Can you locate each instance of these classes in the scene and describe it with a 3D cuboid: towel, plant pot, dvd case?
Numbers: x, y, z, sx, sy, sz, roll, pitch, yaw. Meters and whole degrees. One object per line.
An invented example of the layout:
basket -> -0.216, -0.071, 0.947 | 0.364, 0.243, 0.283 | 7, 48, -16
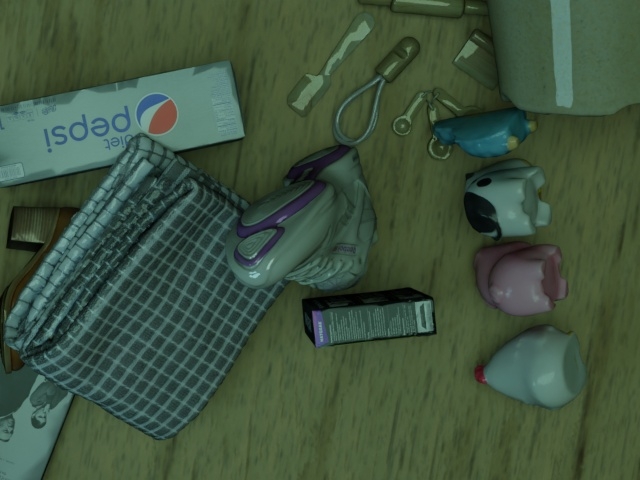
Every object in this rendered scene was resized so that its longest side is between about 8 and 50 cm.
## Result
towel -> -0.175, 0.059, 1.672 | 0.283, 0.121, 0.235 | -53, 132, -1
plant pot -> 0.303, -0.303, 1.662 | 0.334, 0.334, 0.305 | -5, 106, -5
dvd case -> -0.388, 0.202, 1.755 | 0.179, 0.029, 0.238 | 21, 92, -6

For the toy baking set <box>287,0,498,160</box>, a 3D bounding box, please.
toy baking set -> 0.097, -0.198, 1.770 | 0.256, 0.030, 0.196 | 9, 93, -6

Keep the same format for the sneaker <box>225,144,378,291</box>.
sneaker -> 0.000, 0.000, 1.652 | 0.114, 0.305, 0.152 | -17, 104, 26

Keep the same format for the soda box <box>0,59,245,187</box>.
soda box -> -0.231, -0.129, 1.712 | 0.286, 0.098, 0.091 | -12, 94, -4

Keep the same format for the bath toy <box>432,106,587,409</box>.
bath toy -> 0.215, 0.026, 1.750 | 0.129, 0.151, 0.348 | -7, 100, 30

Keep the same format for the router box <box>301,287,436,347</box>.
router box -> 0.051, 0.085, 1.710 | 0.133, 0.179, 0.046 | -6, 92, -4

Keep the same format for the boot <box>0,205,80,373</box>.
boot -> -0.283, 0.060, 1.722 | 0.152, 0.073, 0.197 | 9, 85, -17
